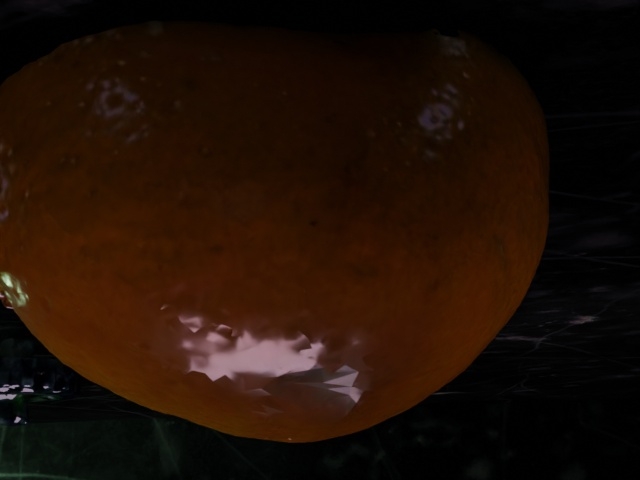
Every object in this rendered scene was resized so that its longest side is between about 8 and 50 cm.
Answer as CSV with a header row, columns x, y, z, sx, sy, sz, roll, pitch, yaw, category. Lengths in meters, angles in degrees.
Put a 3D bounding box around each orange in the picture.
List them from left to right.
x,y,z,sx,sy,sz,roll,pitch,yaw,category
-0.019,-0.008,0.850,0.310,0.274,0.274,-23,-177,-39,orange

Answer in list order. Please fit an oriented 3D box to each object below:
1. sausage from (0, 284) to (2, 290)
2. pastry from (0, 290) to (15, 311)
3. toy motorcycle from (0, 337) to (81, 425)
x,y,z,sx,sy,sz,roll,pitch,yaw,category
-0.322,-0.001,1.012,0.238,0.098,0.098,0,168,-3,sausage
-0.225,0.010,1.135,0.063,0.087,0.169,-43,155,15,pastry
-0.449,0.132,1.466,0.410,0.169,0.237,12,155,-37,toy motorcycle
